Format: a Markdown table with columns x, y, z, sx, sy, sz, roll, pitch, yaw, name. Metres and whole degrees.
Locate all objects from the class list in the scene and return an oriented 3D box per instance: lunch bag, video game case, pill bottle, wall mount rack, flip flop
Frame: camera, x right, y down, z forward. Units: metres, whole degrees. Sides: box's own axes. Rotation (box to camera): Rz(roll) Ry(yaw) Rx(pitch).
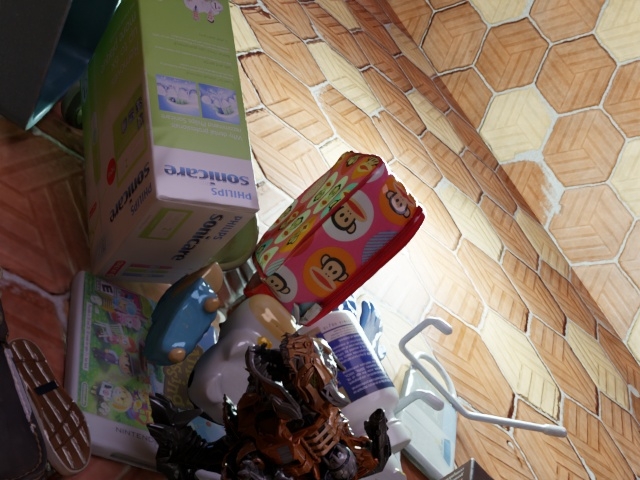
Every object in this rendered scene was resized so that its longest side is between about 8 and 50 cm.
| x | y | z | sx | sy | sz | roll | pitch | yaw | name |
| --- | --- | --- | --- | --- | --- | --- | --- | --- | --- |
| 0.000 | 0.000 | 1.066 | 0.120 | 0.258 | 0.293 | 47 | 2 | -11 | lunch bag |
| -0.182 | 0.148 | 0.839 | 0.193 | 0.023 | 0.212 | 30 | 31 | -35 | video game case |
| 0.037 | 0.196 | 1.016 | 0.112 | 0.112 | 0.187 | 7 | 47 | -54 | pill bottle |
| 0.234 | 0.286 | 1.181 | 0.304 | 0.130 | 0.350 | 44 | 26 | -9 | wall mount rack |
| -0.288 | -0.229 | 1.126 | 0.080 | 0.112 | 0.277 | 35 | 30 | 7 | flip flop |

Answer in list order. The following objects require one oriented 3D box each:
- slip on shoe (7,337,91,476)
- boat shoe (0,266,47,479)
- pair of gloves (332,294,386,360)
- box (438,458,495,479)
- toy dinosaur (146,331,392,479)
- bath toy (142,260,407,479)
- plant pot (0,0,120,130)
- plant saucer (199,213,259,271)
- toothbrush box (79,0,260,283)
| x | y | z | sx | sy | sz | roll | pitch | yaw | name |
| --- | --- | --- | --- | --- | --- | --- | --- | --- | --- |
| -0.253 | 0.153 | 0.699 | 0.135 | 0.041 | 0.051 | 54 | 25 | 11 | slip on shoe |
| -0.328 | 0.051 | 0.620 | 0.355 | 0.130 | 0.132 | 52 | 26 | 8 | boat shoe |
| 0.060 | 0.119 | 1.187 | 0.159 | 0.023 | 0.198 | -78 | 147 | -51 | pair of gloves |
| 0.174 | 0.400 | 0.881 | 0.203 | 0.168 | 0.167 | 46 | 26 | -7 | box |
| -0.044 | 0.222 | 0.694 | 0.164 | 0.218 | 0.322 | -99 | -176 | -74 | toy dinosaur |
| -0.041 | 0.182 | 0.872 | 0.348 | 0.129 | 0.151 | 48 | 65 | -15 | bath toy |
| -0.390 | -0.333 | 0.946 | 0.252 | 0.247 | 0.248 | 27 | 30 | -10 | plant pot |
| -0.201 | -0.069 | 1.076 | 0.277 | 0.041 | 0.278 | 36 | 33 | -28 | plant saucer |
| -0.183 | -0.118 | 0.894 | 0.122 | 0.206 | 0.283 | 5 | 63 | -34 | toothbrush box |
